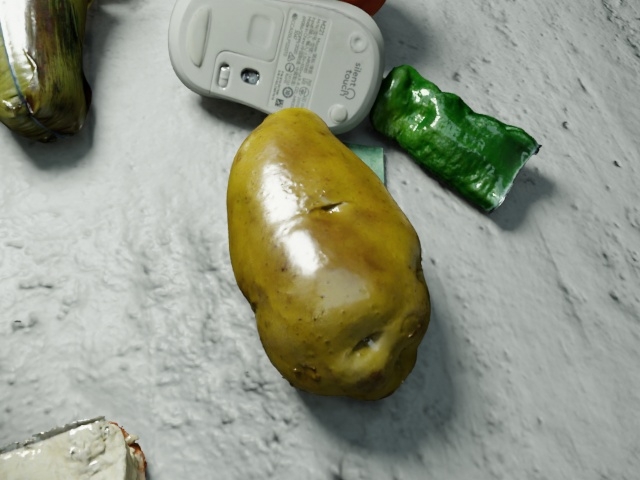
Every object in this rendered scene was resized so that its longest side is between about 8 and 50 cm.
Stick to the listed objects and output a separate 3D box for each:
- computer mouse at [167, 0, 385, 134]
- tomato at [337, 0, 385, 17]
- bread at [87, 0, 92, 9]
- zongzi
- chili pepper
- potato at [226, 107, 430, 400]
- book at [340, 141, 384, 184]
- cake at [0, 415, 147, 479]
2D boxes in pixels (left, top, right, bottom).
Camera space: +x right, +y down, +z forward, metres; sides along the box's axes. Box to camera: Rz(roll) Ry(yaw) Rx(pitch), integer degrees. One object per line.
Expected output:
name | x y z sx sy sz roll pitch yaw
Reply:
computer mouse | -0.062 -0.258 0.769 0.296 0.184 0.121 10 19 -5
tomato | -0.006 -0.413 0.840 0.259 0.180 0.260 -5 19 2
bread | -0.381 -0.402 0.844 0.187 0.065 0.149 -22 74 -13
zongzi | -0.337 -0.308 0.715 0.300 0.138 0.286 -39 74 -6
chili pepper | 0.173 -0.165 0.797 0.270 0.099 0.136 37 85 4
potato | 0.000 0.000 0.627 0.195 0.176 0.369 -31 64 19
book | 0.039 -0.081 0.763 0.103 0.017 0.135 7 59 -8
cake | -0.269 0.206 0.491 0.220 0.086 0.117 12 59 -4
